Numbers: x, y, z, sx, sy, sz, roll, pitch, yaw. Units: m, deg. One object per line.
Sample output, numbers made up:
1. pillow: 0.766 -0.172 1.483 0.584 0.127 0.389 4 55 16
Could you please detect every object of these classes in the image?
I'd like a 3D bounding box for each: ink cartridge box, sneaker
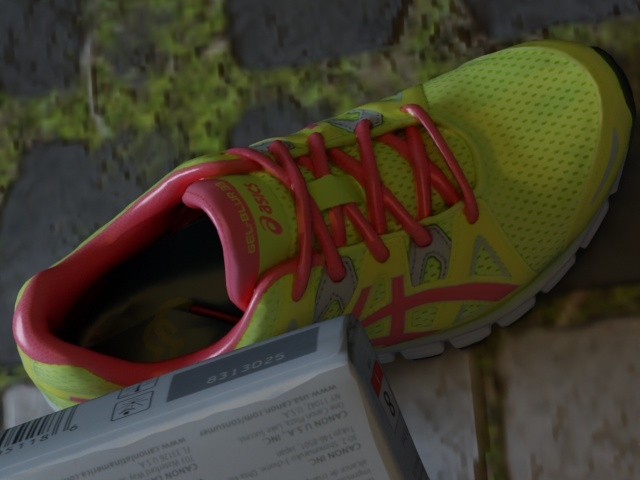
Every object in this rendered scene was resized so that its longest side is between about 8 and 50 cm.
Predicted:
1. ink cartridge box: -0.024 0.125 0.557 0.145 0.045 0.179 -19 109 9
2. sneaker: 0.000 0.000 0.572 0.208 0.094 0.081 -30 70 4
